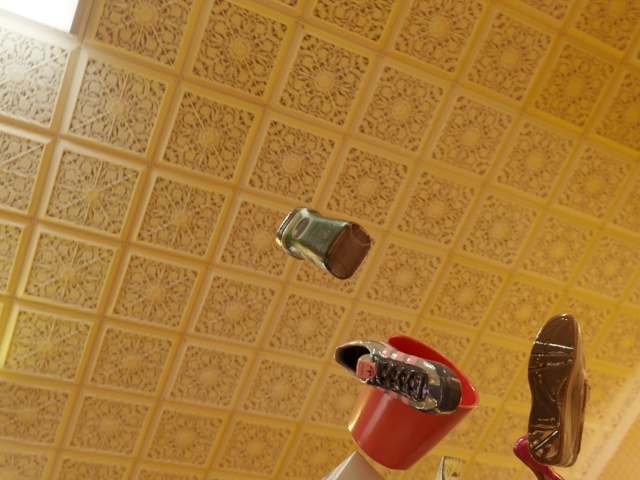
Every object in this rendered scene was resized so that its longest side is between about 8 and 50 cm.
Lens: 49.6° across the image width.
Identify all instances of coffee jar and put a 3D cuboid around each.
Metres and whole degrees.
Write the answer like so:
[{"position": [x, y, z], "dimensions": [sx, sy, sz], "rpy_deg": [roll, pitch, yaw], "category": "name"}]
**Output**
[{"position": [0.000, 0.000, 1.209], "dimensions": [0.079, 0.184, 0.096], "rpy_deg": [41, -101, -34], "category": "coffee jar"}]

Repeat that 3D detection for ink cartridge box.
[{"position": [0.005, 0.686, 1.688], "dimensions": [0.131, 0.226, 0.306], "rpy_deg": [43, -56, 7], "category": "ink cartridge box"}]

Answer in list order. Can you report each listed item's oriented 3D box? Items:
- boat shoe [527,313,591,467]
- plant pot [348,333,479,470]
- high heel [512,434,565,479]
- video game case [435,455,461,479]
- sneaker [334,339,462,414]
[{"position": [0.489, 0.302, 1.398], "dimensions": [0.098, 0.109, 0.303], "rpy_deg": [20, -109, -34], "category": "boat shoe"}, {"position": [0.208, 0.404, 1.689], "dimensions": [0.274, 0.275, 0.243], "rpy_deg": [25, -73, -24], "category": "plant pot"}, {"position": [0.544, 0.592, 1.701], "dimensions": [0.117, 0.082, 0.244], "rpy_deg": [-19, -82, -30], "category": "high heel"}, {"position": [0.231, 0.570, 1.326], "dimensions": [0.041, 0.210, 0.232], "rpy_deg": [8, -53, 3], "category": "video game case"}, {"position": [0.150, 0.285, 1.442], "dimensions": [0.131, 0.319, 0.112], "rpy_deg": [10, -90, -33], "category": "sneaker"}]
